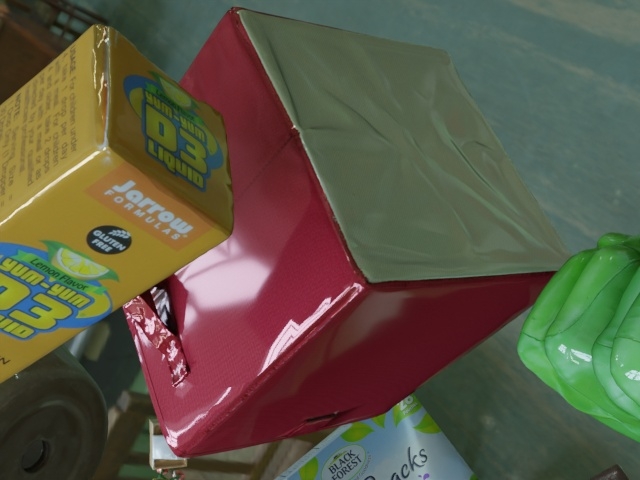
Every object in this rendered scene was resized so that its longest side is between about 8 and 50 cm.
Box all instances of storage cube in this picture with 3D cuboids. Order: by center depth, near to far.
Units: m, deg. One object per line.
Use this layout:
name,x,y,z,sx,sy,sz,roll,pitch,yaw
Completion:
storage cube,0.000,0.000,0.528,0.193,0.215,0.184,-45,59,38

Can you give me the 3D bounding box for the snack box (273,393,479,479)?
snack box,0.051,0.272,0.834,0.207,0.174,0.070,-35,-6,-19

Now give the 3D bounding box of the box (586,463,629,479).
box,0.293,0.483,1.125,0.381,0.143,0.191,-30,37,1

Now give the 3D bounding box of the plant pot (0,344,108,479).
plant pot,-0.311,0.145,0.735,0.229,0.263,0.263,16,85,32

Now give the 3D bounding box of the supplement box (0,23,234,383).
supplement box,-0.150,0.008,0.387,0.233,0.078,0.080,-33,46,22

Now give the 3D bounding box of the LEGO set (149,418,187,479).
LEGO set,-0.122,0.322,0.888,0.132,0.107,0.287,-32,85,7

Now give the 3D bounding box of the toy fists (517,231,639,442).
toy fists,0.174,0.052,0.359,0.279,0.142,0.096,105,-170,-87
